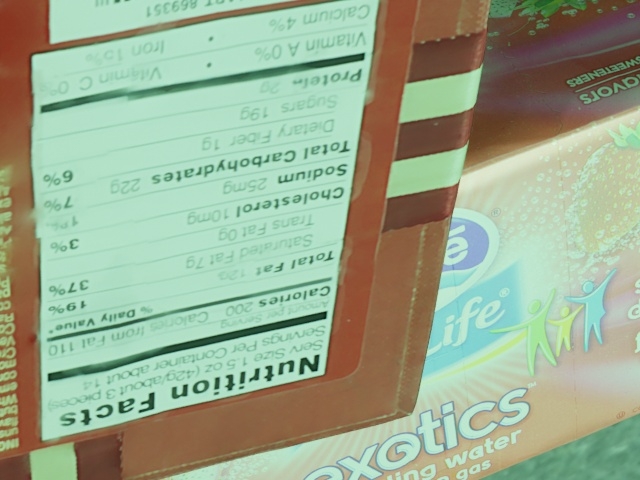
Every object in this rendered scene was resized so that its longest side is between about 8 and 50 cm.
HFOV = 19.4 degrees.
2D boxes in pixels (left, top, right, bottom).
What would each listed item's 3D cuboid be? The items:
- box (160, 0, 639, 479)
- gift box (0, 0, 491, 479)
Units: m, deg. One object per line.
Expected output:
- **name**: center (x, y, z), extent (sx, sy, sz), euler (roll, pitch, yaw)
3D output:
- **box**: center (0.000, 0.000, 0.658), extent (0.300, 0.154, 0.142), euler (-20, 132, -11)
- **gift box**: center (-0.099, -0.109, 0.444), extent (0.255, 0.258, 0.276), euler (-9, 136, -21)
